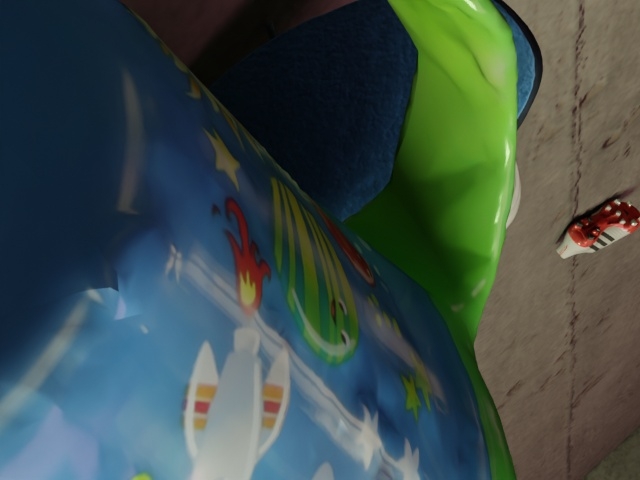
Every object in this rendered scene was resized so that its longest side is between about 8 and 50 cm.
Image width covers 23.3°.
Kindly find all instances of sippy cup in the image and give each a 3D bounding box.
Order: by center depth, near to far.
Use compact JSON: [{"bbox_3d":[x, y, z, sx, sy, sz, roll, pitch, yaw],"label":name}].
[{"bbox_3d":[-0.080,0.047,0.422,0.224,0.240,0.305,60,36,-54],"label":"sippy cup"}]

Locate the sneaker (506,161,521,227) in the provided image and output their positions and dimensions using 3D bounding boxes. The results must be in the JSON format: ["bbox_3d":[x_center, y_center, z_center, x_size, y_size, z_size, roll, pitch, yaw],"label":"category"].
[{"bbox_3d":[0.000,0.000,0.700,0.232,0.090,0.115,-46,156,-21],"label":"sneaker"}]

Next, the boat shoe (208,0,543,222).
[{"bbox_3d":[-0.025,-0.014,0.611,0.258,0.109,0.089,-32,172,19],"label":"boat shoe"}]

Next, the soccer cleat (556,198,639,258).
[{"bbox_3d":[0.210,-0.008,1.167,0.083,0.029,0.035,-21,160,-41],"label":"soccer cleat"}]
